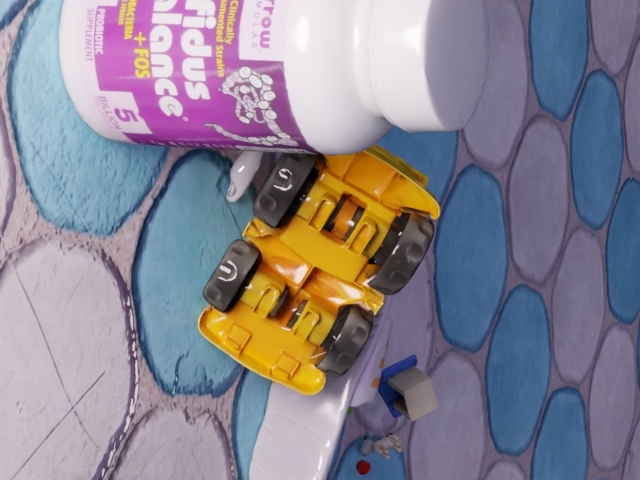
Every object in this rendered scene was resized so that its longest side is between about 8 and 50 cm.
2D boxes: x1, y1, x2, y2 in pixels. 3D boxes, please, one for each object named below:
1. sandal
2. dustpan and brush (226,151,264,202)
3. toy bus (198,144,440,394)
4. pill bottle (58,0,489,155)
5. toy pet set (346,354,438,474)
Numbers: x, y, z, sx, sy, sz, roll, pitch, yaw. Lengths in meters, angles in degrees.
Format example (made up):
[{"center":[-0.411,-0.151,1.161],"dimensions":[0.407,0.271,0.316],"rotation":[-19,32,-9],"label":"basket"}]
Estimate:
[{"center":[0.002,0.144,1.690],"dimensions":[0.076,0.102,0.265],"rotation":[39,68,-59],"label":"sandal"},{"center":[-0.040,-0.132,1.567],"dimensions":[0.060,0.147,0.211],"rotation":[30,93,-46],"label":"dustpan and brush"},{"center":[0.000,0.000,1.604],"dimensions":[0.220,0.149,0.211],"rotation":[-58,-174,14],"label":"toy bus"},{"center":[-0.033,-0.150,1.346],"dimensions":[0.169,0.302,0.169],"rotation":[-14,106,-61],"label":"pill bottle"},{"center":[0.058,0.162,1.854],"dimensions":[0.114,0.065,0.122],"rotation":[-25,119,-20],"label":"toy pet set"}]
